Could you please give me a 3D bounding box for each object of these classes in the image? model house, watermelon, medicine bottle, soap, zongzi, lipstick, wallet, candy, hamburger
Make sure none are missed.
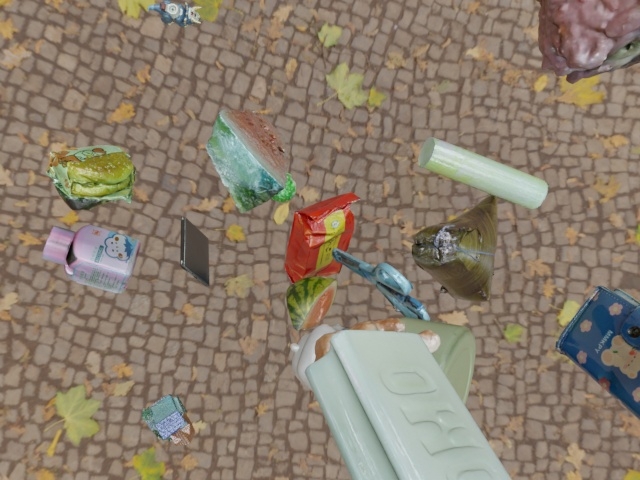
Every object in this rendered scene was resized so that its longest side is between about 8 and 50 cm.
[{"bbox_3d":[-0.437,0.562,1.510,0.119,0.148,0.148,-32,124,-25],"label":"model house"},{"bbox_3d":[-0.119,-0.162,0.882,0.094,0.241,0.154,-30,106,20],"label":"watermelon"},{"bbox_3d":[-0.522,0.034,1.151,0.187,0.094,0.119,20,44,-22],"label":"medicine bottle"},{"bbox_3d":[0.079,0.172,0.415,0.119,0.198,0.067,10,128,-39],"label":"soap"},{"bbox_3d":[0.475,-0.051,1.691,0.207,0.403,0.433,9,73,40],"label":"zongzi"},{"bbox_3d":[0.367,-0.146,1.125,0.304,0.076,0.076,17,88,-15],"label":"lipstick"},{"bbox_3d":[0.447,0.160,0.722,0.059,0.202,0.141,26,103,-22],"label":"wallet"},{"bbox_3d":[-0.040,0.176,1.619,0.128,0.303,0.159,22,97,14],"label":"watermelon"},{"bbox_3d":[-0.151,-0.139,1.433,0.097,0.323,0.097,4,102,16],"label":"candy"},{"bbox_3d":[-0.588,-0.172,1.346,0.214,0.125,0.235,-23,47,-38],"label":"hamburger"}]

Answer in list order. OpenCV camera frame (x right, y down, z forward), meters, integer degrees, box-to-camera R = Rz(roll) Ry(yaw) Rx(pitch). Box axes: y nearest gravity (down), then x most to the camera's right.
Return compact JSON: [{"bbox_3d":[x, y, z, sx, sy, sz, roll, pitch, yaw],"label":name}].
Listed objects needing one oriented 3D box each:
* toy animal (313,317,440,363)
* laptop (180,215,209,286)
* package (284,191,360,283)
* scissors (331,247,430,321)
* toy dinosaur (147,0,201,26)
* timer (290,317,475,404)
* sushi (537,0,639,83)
[{"bbox_3d":[0.029,0.152,0.621,0.183,0.185,0.104,1,94,35],"label":"toy animal"},{"bbox_3d":[-0.355,0.030,1.427,0.016,0.129,0.180,-21,50,13],"label":"laptop"},{"bbox_3d":[0.000,0.001,1.720,0.195,0.424,0.123,-24,60,-27],"label":"package"},{"bbox_3d":[0.130,0.088,1.230,0.032,0.393,0.180,-38,119,-13],"label":"scissors"},{"bbox_3d":[-0.235,-0.369,0.817,0.083,0.047,0.031,5,95,-12],"label":"toy dinosaur"},{"bbox_3d":[0.088,0.251,0.925,0.315,0.290,0.291,17,87,30],"label":"timer"},{"bbox_3d":[0.329,-0.255,0.468,0.270,0.236,0.171,-8,95,31],"label":"sushi"}]
